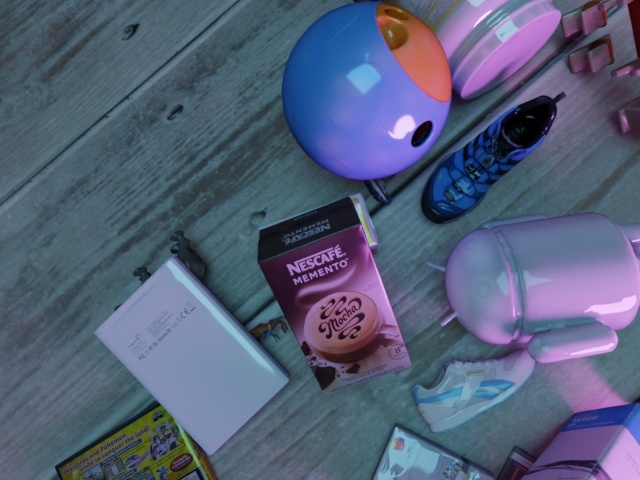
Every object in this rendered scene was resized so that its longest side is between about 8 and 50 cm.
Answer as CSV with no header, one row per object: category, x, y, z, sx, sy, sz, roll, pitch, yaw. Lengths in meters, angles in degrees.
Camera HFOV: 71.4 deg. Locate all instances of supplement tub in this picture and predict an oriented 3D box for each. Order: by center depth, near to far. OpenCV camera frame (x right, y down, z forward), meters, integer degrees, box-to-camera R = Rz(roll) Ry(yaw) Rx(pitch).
supplement tub,0.251,-0.460,0.832,0.241,0.241,0.331,-33,78,1

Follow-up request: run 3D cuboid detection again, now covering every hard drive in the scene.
hard drive,-0.242,0.217,0.847,0.210,0.040,0.319,-44,90,2

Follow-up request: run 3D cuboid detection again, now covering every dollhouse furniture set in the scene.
dollhouse furniture set,0.586,-0.327,0.776,0.135,0.262,0.259,-28,112,1

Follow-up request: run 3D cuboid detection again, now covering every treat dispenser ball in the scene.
treat dispenser ball,0.078,-0.250,0.767,0.288,0.288,0.288,-1,81,7

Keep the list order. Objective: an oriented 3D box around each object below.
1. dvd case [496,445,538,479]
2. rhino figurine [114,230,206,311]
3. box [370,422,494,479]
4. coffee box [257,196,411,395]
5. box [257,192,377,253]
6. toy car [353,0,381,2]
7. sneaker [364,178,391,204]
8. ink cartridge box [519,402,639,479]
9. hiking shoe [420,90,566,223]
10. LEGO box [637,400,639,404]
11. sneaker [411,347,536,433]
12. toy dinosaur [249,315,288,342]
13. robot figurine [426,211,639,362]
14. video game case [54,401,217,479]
dvd case,0.364,0.502,0.774,0.164,0.018,0.221,30,86,11
rhino figurine,-0.333,0.101,0.905,0.243,0.073,0.106,-44,76,1
box,0.191,0.441,0.797,0.186,0.038,0.145,24,84,10
coffee box,0.027,0.099,0.755,0.168,0.119,0.297,-21,117,4
box,0.000,0.000,0.854,0.203,0.114,0.103,-19,78,4
toy car,0.133,-0.529,0.719,0.238,0.053,0.225,-17,85,21
sneaker,0.112,-0.136,0.895,0.058,0.052,0.135,-29,79,-2
ink cartridge box,0.420,0.422,0.645,0.307,0.129,0.223,-22,77,-35
hiking shoe,0.305,-0.158,0.830,0.304,0.132,0.113,-44,78,-1
LEGO box,0.834,0.220,0.667,0.372,0.193,0.500,41,88,11
sneaker,0.275,0.248,0.793,0.228,0.087,0.092,-31,76,0
toy dinosaur,-0.104,0.176,0.863,0.082,0.090,0.047,-42,60,44
robot figurine,0.368,0.066,0.750,0.353,0.200,0.300,-8,40,6
video game case,-0.347,0.480,0.865,0.274,0.035,0.248,-32,78,2
